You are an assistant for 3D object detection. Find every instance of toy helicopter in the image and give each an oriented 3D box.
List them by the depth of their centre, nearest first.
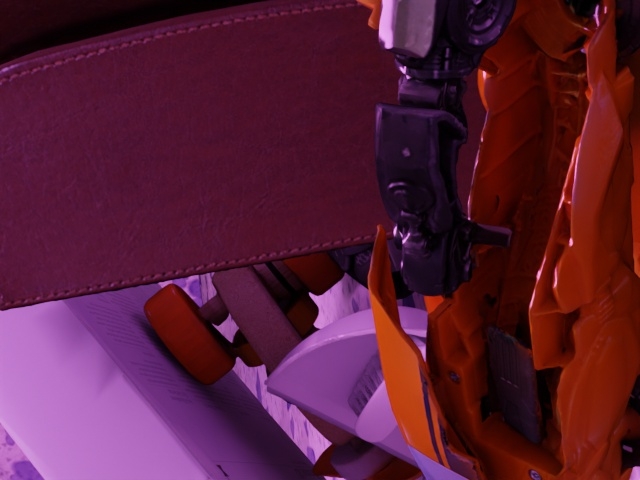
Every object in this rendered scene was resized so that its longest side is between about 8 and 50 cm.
[{"bbox_3d":[0.005,0.115,1.093,0.235,0.140,0.355,50,179,13],"label":"toy helicopter"}]

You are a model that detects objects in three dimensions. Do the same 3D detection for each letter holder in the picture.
[{"bbox_3d":[-0.038,-0.115,0.673,0.152,0.301,0.214,-117,18,-62],"label":"letter holder"}]

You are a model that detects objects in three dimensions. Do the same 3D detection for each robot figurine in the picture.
[{"bbox_3d":[0.083,-0.027,0.417,0.085,0.211,0.291,22,136,38],"label":"robot figurine"}]

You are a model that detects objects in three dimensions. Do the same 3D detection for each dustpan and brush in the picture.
[{"bbox_3d":[0.066,0.076,0.851,0.211,0.147,0.060,-56,12,31],"label":"dustpan and brush"}]

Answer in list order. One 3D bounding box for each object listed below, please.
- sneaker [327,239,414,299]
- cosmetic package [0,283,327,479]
[{"bbox_3d":[0.032,-0.052,0.870,0.293,0.102,0.146,66,-177,-60],"label":"sneaker"},{"bbox_3d":[-0.141,0.122,1.015,0.284,0.097,0.377,45,-179,16],"label":"cosmetic package"}]
